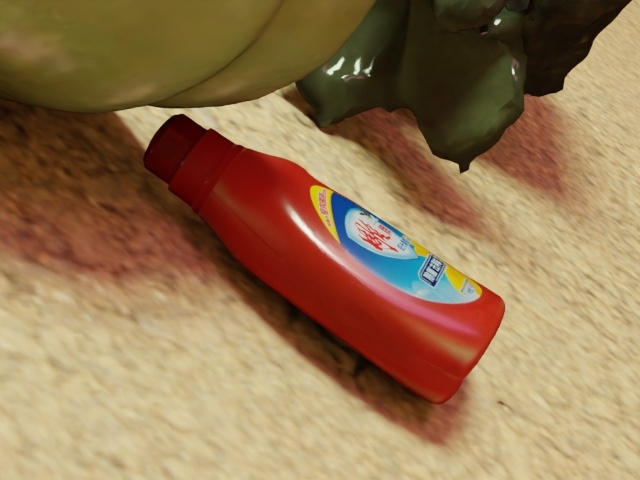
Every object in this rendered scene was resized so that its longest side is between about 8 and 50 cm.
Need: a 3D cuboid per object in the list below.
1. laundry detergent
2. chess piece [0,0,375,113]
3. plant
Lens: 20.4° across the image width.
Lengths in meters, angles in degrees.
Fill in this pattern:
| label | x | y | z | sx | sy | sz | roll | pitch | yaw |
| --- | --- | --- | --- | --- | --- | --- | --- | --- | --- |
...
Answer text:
| label | x | y | z | sx | sy | sz | roll | pitch | yaw |
| --- | --- | --- | --- | --- | --- | --- | --- | --- | --- |
| laundry detergent | 0.000 | 0.000 | 0.759 | 0.165 | 0.049 | 0.097 | 36 | 17 | 1 |
| chess piece | -0.186 | -0.147 | 0.592 | 0.234 | 0.234 | 0.442 | 48 | 31 | 23 |
| plant | 0.080 | -0.180 | 0.996 | 0.213 | 0.215 | 0.312 | 39 | 26 | -4 |
